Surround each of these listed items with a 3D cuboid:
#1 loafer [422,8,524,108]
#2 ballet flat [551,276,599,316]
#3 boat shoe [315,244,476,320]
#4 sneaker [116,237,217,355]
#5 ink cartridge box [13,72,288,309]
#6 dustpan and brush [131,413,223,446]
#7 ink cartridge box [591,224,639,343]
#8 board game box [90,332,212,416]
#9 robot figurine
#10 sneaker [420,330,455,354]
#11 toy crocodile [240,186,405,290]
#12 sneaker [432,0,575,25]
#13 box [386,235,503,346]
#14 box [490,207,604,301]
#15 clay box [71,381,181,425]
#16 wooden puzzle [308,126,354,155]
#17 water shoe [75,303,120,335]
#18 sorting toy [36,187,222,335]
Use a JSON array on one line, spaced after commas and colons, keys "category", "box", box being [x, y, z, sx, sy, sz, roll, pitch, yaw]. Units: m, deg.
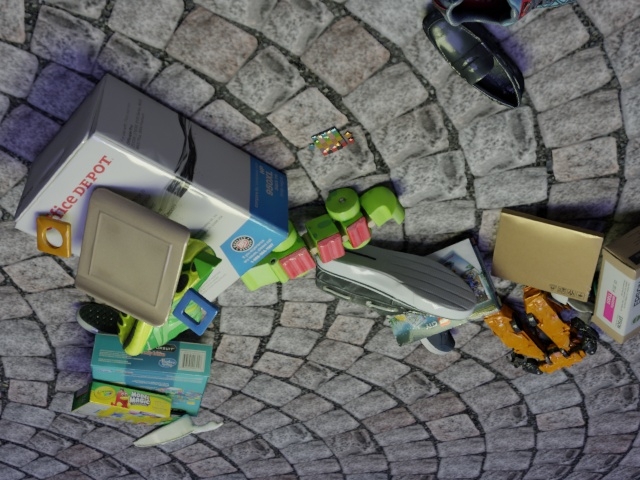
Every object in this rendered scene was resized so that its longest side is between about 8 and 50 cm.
[{"category": "loafer", "box": [0.251, -0.290, 1.347, 0.223, 0.078, 0.076, 31, 129, -31]}, {"category": "ballet flat", "box": [0.548, 0.104, 1.790, 0.096, 0.095, 0.280, -25, 133, 36]}, {"category": "boat shoe", "box": [0.147, 0.095, 1.706, 0.335, 0.121, 0.119, 21, 131, 13]}, {"category": "sneaker", "box": [-0.266, 0.095, 1.521, 0.123, 0.109, 0.295, -4, 145, -46]}, {"category": "ink cartridge box", "box": [-0.295, -0.072, 1.512, 0.394, 0.166, 0.285, 29, 130, -30]}, {"category": "dustpan and brush", "box": [-0.329, 0.455, 2.029, 0.211, 0.060, 0.147, -27, 177, 20]}, {"category": "ink cartridge box", "box": [0.655, 0.071, 1.691, 0.193, 0.088, 0.235, -30, 139, -17]}, {"category": "board game box", "box": [-0.395, 0.319, 1.959, 0.253, 0.079, 0.336, 8, 153, -10]}, {"category": "robot figurine", "box": [0.498, 0.202, 1.902, 0.211, 0.085, 0.291, -27, 132, 26]}, {"category": "sneaker", "box": [0.284, 0.166, 1.855, 0.163, 0.086, 0.226, -23, 133, 26]}, {"category": "toy crocodile", "box": [0.000, 0.000, 1.612, 0.340, 0.105, 0.115, -26, 136, -3]}, {"category": "sneaker", "box": [0.294, -0.357, 1.238, 0.261, 0.125, 0.104, -6, 139, 5]}, {"category": "box", "box": [0.238, 0.108, 1.747, 0.233, 0.044, 0.159, -24, 89, 24]}, {"category": "box", "box": [0.447, 0.029, 1.675, 0.201, 0.021, 0.165, 16, 129, 19]}, {"category": "clay box", "box": [-0.441, 0.378, 1.930, 0.222, 0.053, 0.127, 17, 151, -30]}, {"category": "wooden puzzle", "box": [0.017, -0.179, 1.521, 0.083, 0.006, 0.049, -21, 135, 21]}, {"category": "water shoe", "box": [-0.458, 0.207, 1.892, 0.203, 0.073, 0.080, 21, 136, -22]}, {"category": "sorting toy", "box": [-0.312, 0.026, 1.403, 0.347, 0.047, 0.196, 25, 117, 8]}]
